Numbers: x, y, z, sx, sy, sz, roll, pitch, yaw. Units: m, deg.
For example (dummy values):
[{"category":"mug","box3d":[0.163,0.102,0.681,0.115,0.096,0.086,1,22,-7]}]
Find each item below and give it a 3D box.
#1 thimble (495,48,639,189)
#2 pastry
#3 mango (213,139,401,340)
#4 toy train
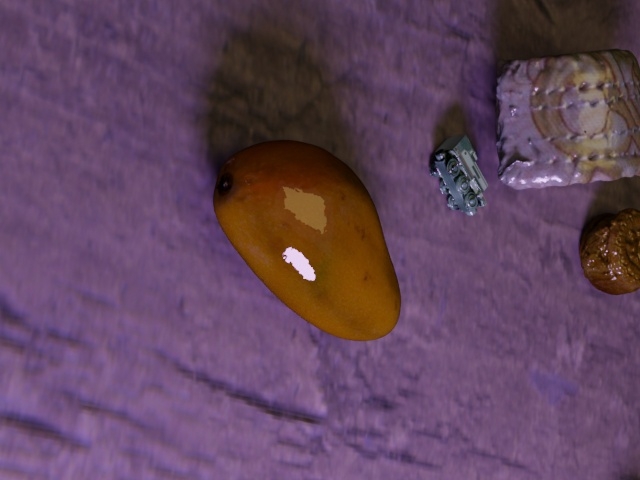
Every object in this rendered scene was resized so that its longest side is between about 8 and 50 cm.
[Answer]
[{"category":"thimble","box3d":[0.268,-0.133,1.695,0.190,0.137,0.144,-8,95,-25]},{"category":"pastry","box3d":[0.353,0.013,1.809,0.109,0.057,0.097,-16,93,-41]},{"category":"mango","box3d":[0.000,0.000,1.479,0.253,0.113,0.138,48,63,-29]},{"category":"toy train","box3d":[0.152,-0.069,1.659,0.053,0.033,0.083,-47,117,-34]}]
